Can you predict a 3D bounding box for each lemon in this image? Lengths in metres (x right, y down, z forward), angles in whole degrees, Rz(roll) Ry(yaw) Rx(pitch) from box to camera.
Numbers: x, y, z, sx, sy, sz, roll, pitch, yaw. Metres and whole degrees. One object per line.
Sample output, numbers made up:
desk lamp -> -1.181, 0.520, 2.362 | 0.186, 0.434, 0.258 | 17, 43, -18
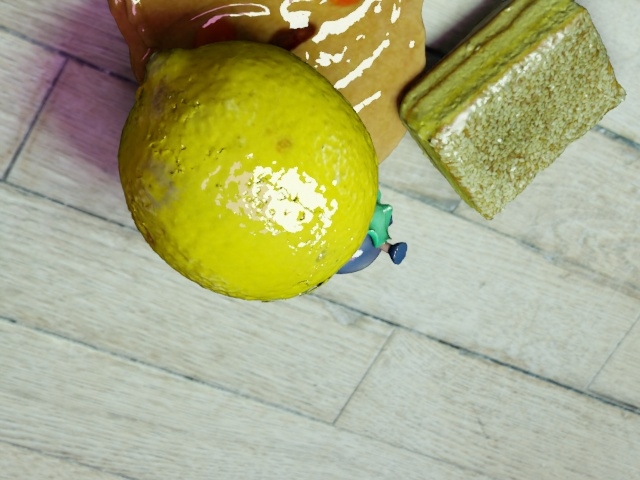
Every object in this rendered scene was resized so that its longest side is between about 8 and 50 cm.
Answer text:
lemon -> -0.079, -0.075, 1.732 | 0.258, 0.258, 0.310 | -37, 119, 9

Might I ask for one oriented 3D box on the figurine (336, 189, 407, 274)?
figurine -> 0.000, 0.000, 1.975 | 0.195, 0.111, 0.102 | -22, 126, 11

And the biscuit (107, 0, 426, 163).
biscuit -> -0.043, -0.239, 1.827 | 0.349, 0.078, 0.455 | -22, 125, -6

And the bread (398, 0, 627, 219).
bread -> 0.218, -0.165, 1.905 | 0.234, 0.110, 0.184 | -41, 137, -1
